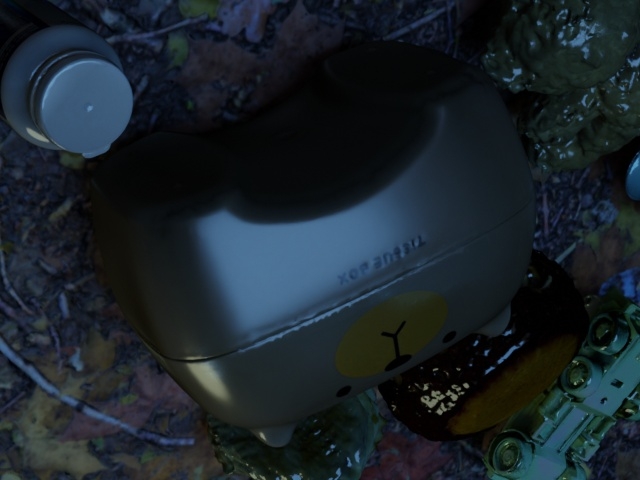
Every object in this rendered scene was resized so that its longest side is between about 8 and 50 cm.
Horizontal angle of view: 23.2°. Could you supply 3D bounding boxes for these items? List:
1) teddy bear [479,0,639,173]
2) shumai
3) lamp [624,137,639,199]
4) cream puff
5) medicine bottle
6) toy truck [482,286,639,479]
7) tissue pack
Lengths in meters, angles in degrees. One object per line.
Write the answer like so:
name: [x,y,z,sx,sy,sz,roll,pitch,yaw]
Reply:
teddy bear: [0.278,-0.202,1.615,0.256,0.156,0.267,31,95,-35]
shumai: [-0.024,0.195,1.647,0.184,0.184,0.142,-41,155,-10]
lamp: [0.465,-0.088,1.776,0.284,0.147,0.209,27,97,-28]
cream puff: [0.163,0.102,1.652,0.239,0.165,0.239,-30,156,-15]
medicine bottle: [-0.230,-0.139,1.312,0.107,0.191,0.107,-12,116,-26]
toy truck: [0.291,0.173,1.804,0.128,0.135,0.259,25,103,-36]
tissue pack: [0.000,0.000,1.460,0.387,0.267,0.277,-25,118,-18]
